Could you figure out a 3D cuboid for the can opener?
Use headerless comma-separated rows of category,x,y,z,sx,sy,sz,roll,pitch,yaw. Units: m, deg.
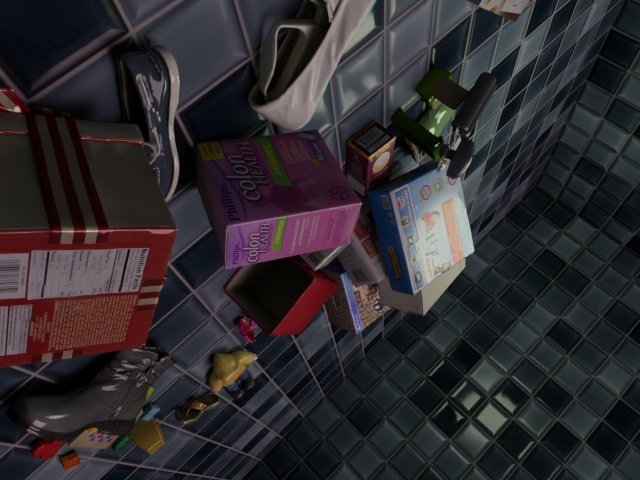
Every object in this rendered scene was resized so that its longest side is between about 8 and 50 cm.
can opener,0.389,-0.289,1.341,0.283,0.095,0.076,-59,157,0

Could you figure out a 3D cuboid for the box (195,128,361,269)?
box,-0.085,-0.084,0.958,0.243,0.213,0.117,-11,142,-20

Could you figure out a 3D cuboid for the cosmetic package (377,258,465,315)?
cosmetic package,0.331,0.099,1.679,0.309,0.160,0.113,-37,128,-43

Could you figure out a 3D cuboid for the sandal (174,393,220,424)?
sandal,-0.391,0.525,1.660,0.180,0.072,0.048,-15,125,-54

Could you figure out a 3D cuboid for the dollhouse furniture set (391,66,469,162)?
dollhouse furniture set,0.349,-0.324,1.505,0.197,0.151,0.301,-49,157,3

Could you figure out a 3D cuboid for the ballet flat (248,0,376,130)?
ballet flat,-0.008,-0.368,0.871,0.139,0.139,0.400,-14,140,-53

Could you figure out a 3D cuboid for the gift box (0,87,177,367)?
gift box,-0.353,-0.023,0.642,0.277,0.258,0.255,3,129,-37

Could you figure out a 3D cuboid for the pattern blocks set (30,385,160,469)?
pattern blocks set,-0.552,0.472,1.339,0.285,0.026,0.324,-40,155,-17

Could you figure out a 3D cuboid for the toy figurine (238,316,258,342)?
toy figurine,-0.164,0.236,1.536,0.159,0.130,0.173,-20,156,-33

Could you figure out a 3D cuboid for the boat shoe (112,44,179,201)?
boat shoe,-0.261,-0.159,0.775,0.079,0.095,0.254,-29,149,-41

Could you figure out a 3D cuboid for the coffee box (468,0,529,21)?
coffee box,0.369,-0.577,1.160,0.247,0.141,0.098,-17,141,-50

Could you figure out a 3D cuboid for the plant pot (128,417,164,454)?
plant pot,-0.500,0.571,1.514,0.081,0.083,0.081,-37,154,-24

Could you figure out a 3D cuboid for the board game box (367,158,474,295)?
board game box,0.299,-0.049,1.503,0.302,0.086,0.308,-28,111,-35

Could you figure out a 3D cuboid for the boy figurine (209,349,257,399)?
boy figurine,-0.276,0.417,1.659,0.177,0.092,0.285,-37,158,-19

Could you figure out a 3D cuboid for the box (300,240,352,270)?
box,0.000,0.000,1.383,0.103,0.114,0.203,-44,173,8

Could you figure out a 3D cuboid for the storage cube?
storage cube,-0.100,0.126,1.389,0.215,0.184,0.193,-52,158,7

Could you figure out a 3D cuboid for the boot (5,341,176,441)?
boot,-0.480,0.302,1.129,0.222,0.118,0.338,-58,156,-3

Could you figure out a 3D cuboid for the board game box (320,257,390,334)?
board game box,0.149,0.127,1.745,0.291,0.141,0.231,-32,119,-31

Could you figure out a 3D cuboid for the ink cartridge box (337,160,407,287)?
ink cartridge box,0.177,-0.055,1.596,0.310,0.271,0.130,-33,-174,-30

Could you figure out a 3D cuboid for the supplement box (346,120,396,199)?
supplement box,0.132,-0.211,1.394,0.104,0.081,0.188,-40,156,-19
